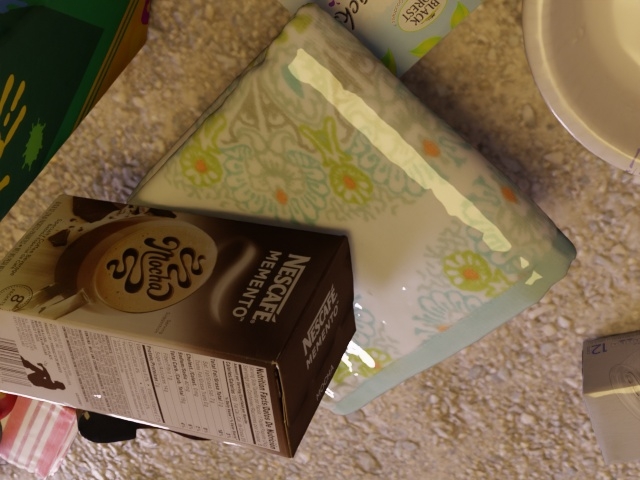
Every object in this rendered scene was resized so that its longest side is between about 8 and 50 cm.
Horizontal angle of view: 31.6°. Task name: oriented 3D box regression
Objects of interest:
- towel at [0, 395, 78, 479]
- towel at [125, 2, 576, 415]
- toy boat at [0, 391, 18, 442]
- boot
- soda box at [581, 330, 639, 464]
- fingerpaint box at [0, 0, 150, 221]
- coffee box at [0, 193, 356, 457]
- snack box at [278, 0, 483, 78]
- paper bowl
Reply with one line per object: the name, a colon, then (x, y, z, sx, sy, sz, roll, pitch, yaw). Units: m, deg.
towel: (-0.385, 0.198, 1.349, 0.197, 0.029, 0.144, 28, 126, -5)
towel: (0.000, 0.000, 1.058, 0.320, 0.090, 0.374, 39, 134, -13)
toy boat: (-0.457, 0.228, 1.272, 0.318, 0.148, 0.267, -29, 118, 29)
boot: (-0.165, 0.161, 1.254, 0.219, 0.106, 0.082, 2, 122, -21)
soda box: (0.402, 0.133, 1.085, 0.286, 0.091, 0.098, -12, 117, 20)
fingerpaint box: (-0.396, -0.210, 0.891, 0.444, 0.371, 0.163, 17, 125, 4)
coffee box: (-0.134, 0.067, 1.009, 0.297, 0.168, 0.119, 9, 131, 19)
snack box: (0.039, -0.254, 0.942, 0.207, 0.070, 0.174, 40, 123, -14)
paper bowl: (0.301, -0.196, 0.871, 0.284, 0.148, 0.284, 6, 123, 10)
